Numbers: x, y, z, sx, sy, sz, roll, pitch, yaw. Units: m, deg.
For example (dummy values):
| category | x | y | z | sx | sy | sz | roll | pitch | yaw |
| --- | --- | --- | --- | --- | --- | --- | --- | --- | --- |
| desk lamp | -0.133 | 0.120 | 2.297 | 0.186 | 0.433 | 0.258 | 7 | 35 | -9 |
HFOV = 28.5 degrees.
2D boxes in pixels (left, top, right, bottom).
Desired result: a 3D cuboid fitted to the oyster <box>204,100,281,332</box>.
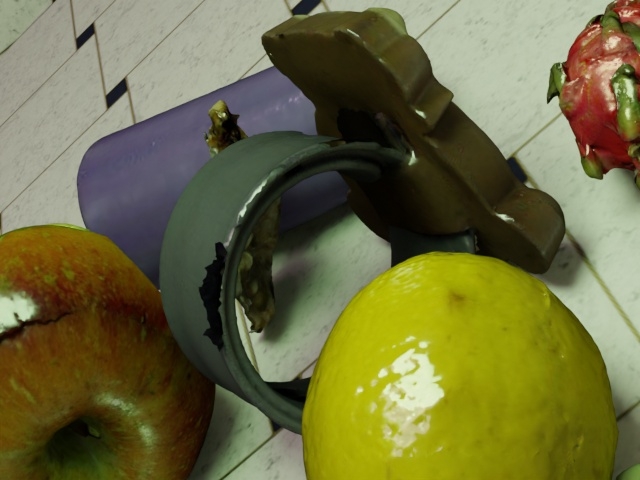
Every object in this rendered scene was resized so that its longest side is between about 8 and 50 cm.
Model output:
| category | x | y | z | sx | sy | sz | roll | pitch | yaw |
| --- | --- | --- | --- | --- | --- | --- | --- | --- | --- |
| oyster | -0.077 | -0.021 | 1.361 | 0.078 | 0.345 | 0.129 | -1 | 50 | 4 |

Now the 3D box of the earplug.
| category | x | y | z | sx | sy | sz | roll | pitch | yaw |
| --- | --- | --- | --- | --- | --- | --- | --- | --- | --- |
| earplug | -0.066 | -0.103 | 1.508 | 0.455 | 0.215 | 0.215 | -22 | 42 | 33 |

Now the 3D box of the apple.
| category | x | y | z | sx | sy | sz | roll | pitch | yaw |
| --- | --- | --- | --- | --- | --- | --- | --- | --- | --- |
| apple | -0.303 | 0.144 | 1.374 | 0.374 | 0.384 | 0.374 | -1 | 28 | 0 |

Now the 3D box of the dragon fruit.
| category | x | y | z | sx | sy | sz | roll | pitch | yaw |
| --- | --- | --- | --- | --- | --- | --- | --- | --- | --- |
| dragon fruit | 0.286 | -0.123 | 1.145 | 0.160 | 0.167 | 0.172 | 9 | 42 | 10 |

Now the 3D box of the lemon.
| category | x | y | z | sx | sy | sz | roll | pitch | yaw |
| --- | --- | --- | --- | --- | --- | --- | --- | --- | --- |
| lemon | 0.109 | 0.145 | 0.992 | 0.260 | 0.260 | 0.284 | -22 | 20 | 37 |

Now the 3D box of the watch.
| category | x | y | z | sx | sy | sz | roll | pitch | yaw |
| --- | --- | --- | --- | --- | --- | --- | --- | --- | --- |
| watch | 0.000 | 0.000 | 1.189 | 0.327 | 0.335 | 0.314 | -46 | 26 | -16 |

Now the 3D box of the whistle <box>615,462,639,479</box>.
| category | x | y | z | sx | sy | sz | roll | pitch | yaw |
| --- | --- | --- | --- | --- | --- | --- | --- | --- | --- |
| whistle | 0.248 | 0.250 | 0.864 | 0.105 | 0.085 | 0.227 | -35 | 36 | 21 |
